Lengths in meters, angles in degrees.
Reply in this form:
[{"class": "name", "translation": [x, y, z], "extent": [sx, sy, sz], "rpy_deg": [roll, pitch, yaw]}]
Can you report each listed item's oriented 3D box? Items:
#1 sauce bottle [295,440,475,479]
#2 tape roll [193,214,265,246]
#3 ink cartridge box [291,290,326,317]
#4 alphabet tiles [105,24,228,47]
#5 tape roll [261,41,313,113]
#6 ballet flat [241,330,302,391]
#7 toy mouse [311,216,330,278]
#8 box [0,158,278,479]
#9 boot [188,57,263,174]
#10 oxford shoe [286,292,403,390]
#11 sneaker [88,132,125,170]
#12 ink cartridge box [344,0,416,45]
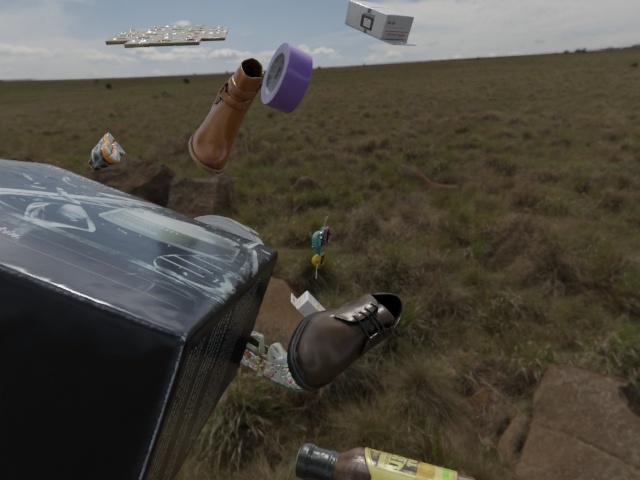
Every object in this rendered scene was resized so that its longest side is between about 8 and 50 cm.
[{"class": "sauce bottle", "translation": [0.119, 0.472, 0.791], "extent": [0.344, 0.111, 0.111], "rpy_deg": [6, 23, 18]}, {"class": "tape roll", "translation": [-0.281, 0.077, 1.091], "extent": [0.286, 0.286, 0.100], "rpy_deg": [1, -6, 9]}, {"class": "ink cartridge box", "translation": [-0.041, 0.300, 1.791], "extent": [0.067, 0.198, 0.115], "rpy_deg": [-42, 13, 6]}, {"class": "alphabet tiles", "translation": [-0.393, -0.549, 1.085], "extent": [0.285, 0.011, 0.342], "rpy_deg": [-5, 34, -7]}, {"class": "tape roll", "translation": [-0.105, -0.491, 1.236], "extent": [0.080, 0.189, 0.189], "rpy_deg": [15, 12, -29]}, {"class": "ballet flat", "translation": [-0.131, 0.257, 0.919], "extent": [0.241, 0.077, 0.091], "rpy_deg": [19, 10, 25]}, {"class": "toy mouse", "translation": [0.000, 0.000, 1.088], "extent": [0.031, 0.143, 0.161], "rpy_deg": [10, 28, 12]}, {"class": "box", "translation": [-0.354, 0.092, 0.549], "extent": [0.479, 0.297, 0.472], "rpy_deg": [21, 6, 0]}, {"class": "boot", "translation": [-0.222, -0.315, 1.017], "extent": [0.109, 0.220, 0.283], "rpy_deg": [31, 39, -22]}, {"class": "oxford shoe", "translation": [0.041, 0.112, 0.525], "extent": [0.096, 0.083, 0.227], "rpy_deg": [-33, -5, 35]}, {"class": "sneaker", "translation": [-0.703, -0.288, 1.327], "extent": [0.083, 0.084, 0.215], "rpy_deg": [-33, 29, -1]}, {"class": "ink cartridge box", "translation": [0.161, -0.556, 1.037], "extent": [0.104, 0.060, 0.180], "rpy_deg": [-19, 48, -36]}]
